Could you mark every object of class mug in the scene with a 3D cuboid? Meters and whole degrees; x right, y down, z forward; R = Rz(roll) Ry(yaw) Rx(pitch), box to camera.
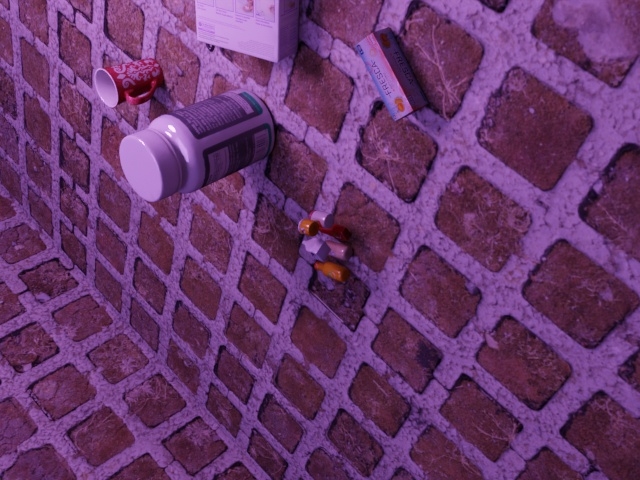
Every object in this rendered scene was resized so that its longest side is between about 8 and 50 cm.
[{"bbox_3d":[-0.543,-0.451,2.107,0.150,0.169,0.113,57,141,2],"label":"mug"}]

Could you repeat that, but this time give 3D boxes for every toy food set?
[{"bbox_3d":[0.000,0.000,1.845,0.105,0.111,0.232,17,157,41],"label":"toy food set"}]

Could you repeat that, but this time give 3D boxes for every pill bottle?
[{"bbox_3d":[-0.308,-0.241,1.833,0.204,0.361,0.204,26,131,35],"label":"pill bottle"}]

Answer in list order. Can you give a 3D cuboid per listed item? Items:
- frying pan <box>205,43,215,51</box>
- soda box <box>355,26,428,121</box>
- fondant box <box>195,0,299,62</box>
[{"bbox_3d":[-0.257,-0.639,1.756,0.197,0.053,0.326,-8,121,32],"label":"frying pan"},{"bbox_3d":[0.149,-0.346,1.512,0.063,0.058,0.183,-23,95,52],"label":"soda box"},{"bbox_3d":[-0.167,-0.594,1.633,0.238,0.096,0.330,21,130,23],"label":"fondant box"}]
